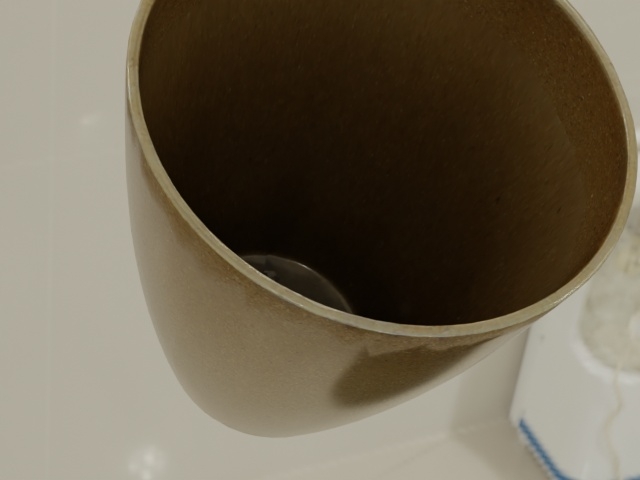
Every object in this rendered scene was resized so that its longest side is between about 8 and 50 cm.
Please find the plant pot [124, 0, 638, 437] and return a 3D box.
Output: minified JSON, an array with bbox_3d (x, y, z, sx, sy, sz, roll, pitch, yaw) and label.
[{"bbox_3d":[0.000,0.000,0.782,0.237,0.254,0.237,8,57,-12],"label":"plant pot"}]
